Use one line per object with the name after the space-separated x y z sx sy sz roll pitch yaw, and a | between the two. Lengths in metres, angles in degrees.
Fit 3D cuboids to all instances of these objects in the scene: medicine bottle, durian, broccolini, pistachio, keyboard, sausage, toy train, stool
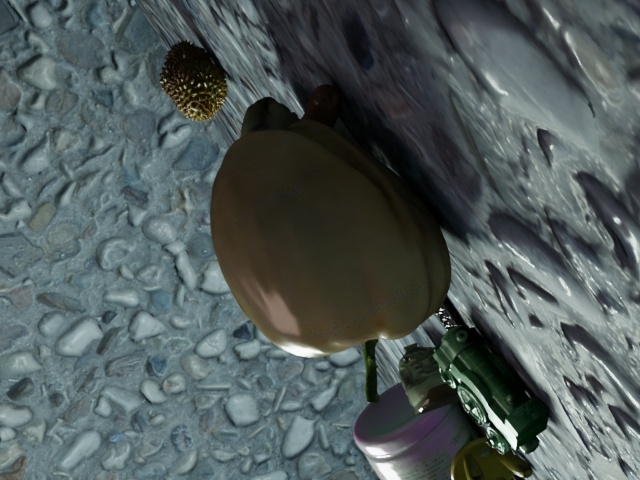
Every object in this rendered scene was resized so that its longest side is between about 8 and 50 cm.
0.228 0.442 2.089 0.325 0.212 0.212 57 175 -16 | medicine bottle
-0.255 -0.317 2.219 0.158 0.136 0.168 -97 -11 -51 | durian
0.105 0.212 2.138 0.058 0.067 0.216 25 -123 -61 | broccolini
0.000 0.000 1.162 0.321 0.229 0.238 40 131 46 | pistachio
0.166 0.096 1.454 0.251 0.017 0.087 56 174 -8 | keyboard
-0.009 -0.134 1.268 0.043 0.043 0.186 55 163 3 | sausage
0.204 0.179 1.324 0.178 0.071 0.105 52 166 29 | toy train
0.277 0.389 1.747 0.135 0.134 0.110 37 -171 -19 | stool

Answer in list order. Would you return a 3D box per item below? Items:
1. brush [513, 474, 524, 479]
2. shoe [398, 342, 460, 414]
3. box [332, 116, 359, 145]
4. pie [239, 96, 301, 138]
0.394 0.535 1.973 0.313 0.067 0.072 61 174 -33 | brush
0.176 0.220 1.757 0.275 0.103 0.098 143 104 -85 | shoe
0.038 -0.094 1.364 0.090 0.024 0.167 56 176 16 | box
-0.004 -0.048 1.461 0.337 0.075 0.337 52 -166 -19 | pie
